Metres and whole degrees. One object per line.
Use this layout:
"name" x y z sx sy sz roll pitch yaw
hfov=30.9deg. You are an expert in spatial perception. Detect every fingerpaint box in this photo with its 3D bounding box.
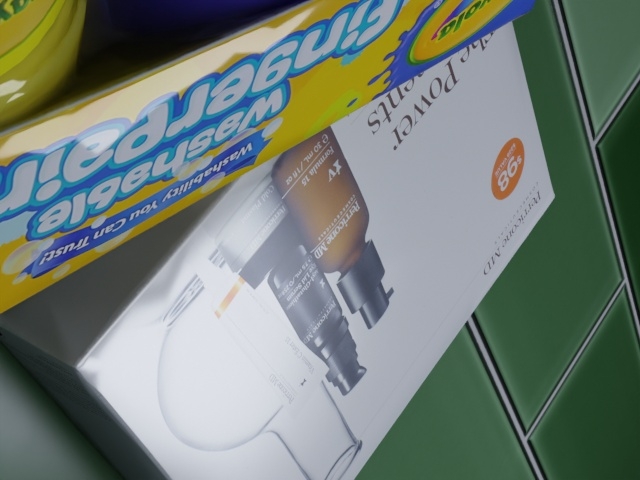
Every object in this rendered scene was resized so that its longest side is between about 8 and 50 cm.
"fingerpaint box" -0.032 -0.187 0.409 0.445 0.163 0.371 -33 159 -36

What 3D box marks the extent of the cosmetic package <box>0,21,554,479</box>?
"cosmetic package" 0.000 0.000 0.745 0.377 0.097 0.284 -52 143 -22
